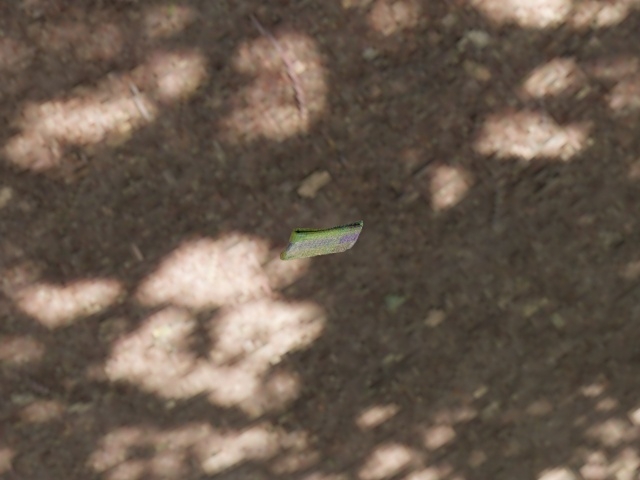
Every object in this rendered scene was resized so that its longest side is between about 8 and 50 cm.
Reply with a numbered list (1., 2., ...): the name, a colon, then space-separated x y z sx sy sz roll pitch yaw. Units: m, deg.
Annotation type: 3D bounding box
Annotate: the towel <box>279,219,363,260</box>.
1. towel: 0.000 0.000 1.191 0.060 0.009 0.083 -8 167 -10
